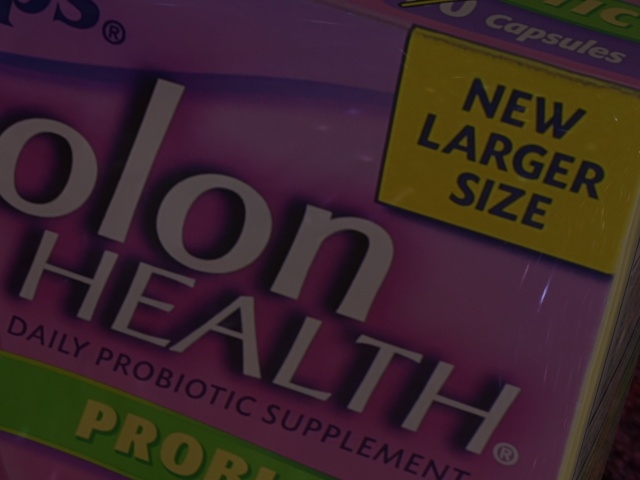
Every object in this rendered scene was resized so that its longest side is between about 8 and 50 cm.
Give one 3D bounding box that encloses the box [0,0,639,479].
[{"bbox_3d":[-0.029,0.019,0.480,0.213,0.117,0.243,19,120,13],"label":"box"}]
